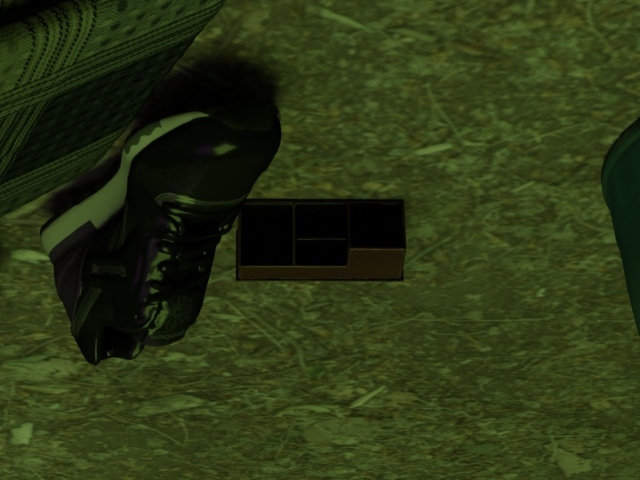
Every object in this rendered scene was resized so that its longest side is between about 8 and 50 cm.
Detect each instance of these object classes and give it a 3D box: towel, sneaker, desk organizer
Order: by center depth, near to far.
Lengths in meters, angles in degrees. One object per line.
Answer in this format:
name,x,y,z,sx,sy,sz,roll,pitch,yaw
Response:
towel,-0.213,-0.066,0.917,0.324,0.056,0.312,-30,174,-34
sneaker,-0.099,0.004,1.122,0.107,0.124,0.283,-3,160,-33
desk organizer,0.000,0.000,1.224,0.130,0.047,0.050,0,151,-2

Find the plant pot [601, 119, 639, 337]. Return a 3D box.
plant pot,0.344,0.055,1.114,0.271,0.255,0.272,-1,154,0
